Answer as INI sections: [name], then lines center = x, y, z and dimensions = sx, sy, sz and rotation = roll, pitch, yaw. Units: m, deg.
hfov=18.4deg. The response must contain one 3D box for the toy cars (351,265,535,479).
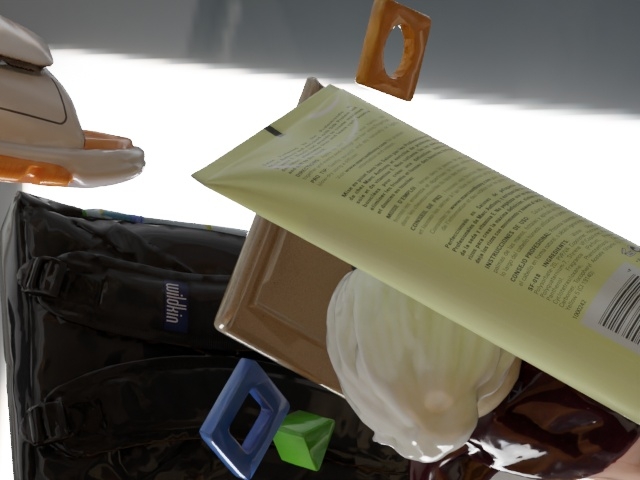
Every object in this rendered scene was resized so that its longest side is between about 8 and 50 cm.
[toy cars]
center = 0.121, 0.084, 1.258
dimensions = 0.087, 0.176, 0.393
rotation = -44, -41, -24

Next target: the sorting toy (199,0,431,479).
[sorting toy]
center = 0.000, 0.000, 1.368
dimensions = 0.196, 0.047, 0.347
rotation = 35, -107, -53

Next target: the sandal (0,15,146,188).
[sandal]
center = -0.171, -0.066, 0.730
dimensions = 0.265, 0.102, 0.076
rotation = 6, -88, -43

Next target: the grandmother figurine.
[grandmother figurine]
center = 0.127, 0.084, 0.978
dimensions = 0.342, 0.208, 0.104
rotation = 24, -151, -45

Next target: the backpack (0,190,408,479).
[backpack]
center = -0.067, 0.123, 1.543
dimensions = 0.273, 0.356, 0.290
rotation = 112, 152, -63

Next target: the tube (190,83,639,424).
[tube]
center = 0.068, 0.005, 0.792
dimensions = 0.062, 0.240, 0.070
rotation = -63, -26, 4
